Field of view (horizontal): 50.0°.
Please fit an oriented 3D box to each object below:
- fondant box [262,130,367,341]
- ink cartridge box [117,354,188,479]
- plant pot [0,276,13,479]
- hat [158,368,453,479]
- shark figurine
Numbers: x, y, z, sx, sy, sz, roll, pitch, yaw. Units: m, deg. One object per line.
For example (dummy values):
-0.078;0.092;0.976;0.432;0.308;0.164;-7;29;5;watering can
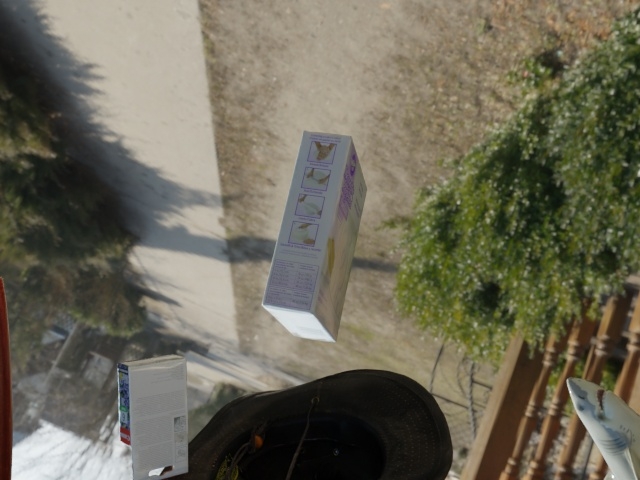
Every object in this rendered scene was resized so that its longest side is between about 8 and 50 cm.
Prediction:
0.000;0.000;1.269;0.096;0.330;0.238;7;162;13;fondant box
-0.163;0.173;0.671;0.062;0.115;0.029;-1;180;-40;ink cartridge box
-0.426;0.200;0.656;0.267;0.236;0.267;-13;172;-30;plant pot
-0.011;0.282;0.747;0.331;0.331;0.134;6;120;47;hat
0.343;0.300;0.744;0.166;0.278;0.116;17;139;-26;shark figurine
